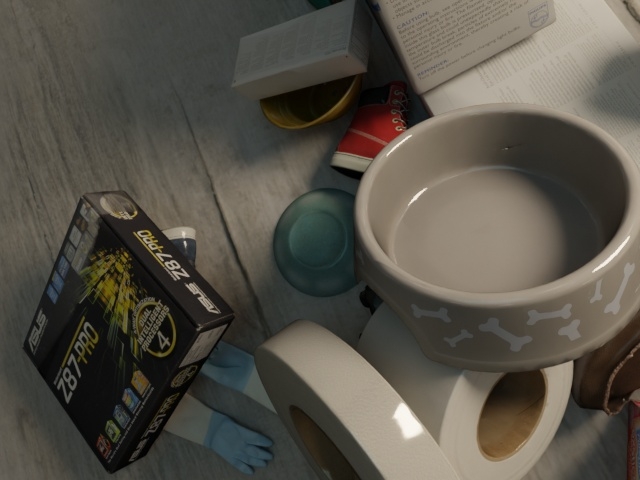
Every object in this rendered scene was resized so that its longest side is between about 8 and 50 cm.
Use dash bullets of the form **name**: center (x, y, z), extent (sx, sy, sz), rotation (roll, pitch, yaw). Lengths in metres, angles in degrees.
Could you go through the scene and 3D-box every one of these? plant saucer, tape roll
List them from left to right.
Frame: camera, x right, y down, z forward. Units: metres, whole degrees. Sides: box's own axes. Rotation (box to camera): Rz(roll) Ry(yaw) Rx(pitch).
- **plant saucer**: center (0.000, 0.000, 0.948), extent (0.194, 0.037, 0.195), rotation (-3, 81, 19)
- **tape roll**: center (0.049, 0.282, 0.717), extent (0.072, 0.392, 0.392), rotation (-32, 70, -21)
- **tape roll**: center (0.185, 0.184, 0.719), extent (0.169, 0.246, 0.246), rotation (24, 91, 54)

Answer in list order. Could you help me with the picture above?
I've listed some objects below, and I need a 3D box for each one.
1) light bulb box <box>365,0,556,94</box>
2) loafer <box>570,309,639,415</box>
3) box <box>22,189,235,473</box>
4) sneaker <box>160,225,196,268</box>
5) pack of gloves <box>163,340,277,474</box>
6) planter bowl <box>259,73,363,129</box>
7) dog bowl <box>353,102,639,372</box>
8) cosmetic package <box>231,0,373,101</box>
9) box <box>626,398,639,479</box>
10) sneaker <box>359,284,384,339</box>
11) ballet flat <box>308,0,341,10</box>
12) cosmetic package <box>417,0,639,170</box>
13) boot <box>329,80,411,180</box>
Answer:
- **light bulb box**: center (0.121, -0.474, 0.749), extent (0.225, 0.361, 0.358), rotation (-27, 53, 14)
- **loafer**: center (0.466, 0.093, 0.686), extent (0.366, 0.133, 0.130), rotation (-55, 45, 14)
- **box**: center (-0.354, 0.161, 0.958), extent (0.318, 0.097, 0.395), rotation (46, 119, 20)
- **sneaker**: center (-0.331, 0.077, 1.029), extent (0.226, 0.086, 0.164), rotation (-14, 77, 18)
- **pack of gloves**: center (-0.170, 0.288, 0.963), extent (0.231, 0.046, 0.195), rotation (18, 88, 21)
- **planter bowl**: center (0.005, -0.272, 0.944), extent (0.217, 0.090, 0.217), rotation (-14, 65, 32)
- **dog bowl**: center (0.196, -0.027, 0.637), extent (0.348, 0.102, 0.349), rotation (-10, 48, 12)
- **cosmetic package**: center (-0.034, -0.300, 0.884), extent (0.238, 0.060, 0.099), rotation (-2, 70, 36)
- **box**: center (0.545, 0.289, 0.651), extent (0.299, 0.154, 0.142), rotation (3, 83, 19)
- **sneaker**: center (0.134, 0.063, 0.858), extent (0.135, 0.097, 0.276), rotation (15, 89, 19)
- **ballet flat**: center (-0.039, -0.555, 1.017), extent (0.124, 0.116, 0.342), rotation (-38, 67, -9)
- **cosmetic package**: center (0.337, -0.166, 0.800), extent (0.284, 0.097, 0.378), rotation (-27, 69, 10)
- **boot**: center (0.140, -0.170, 0.876), extent (0.244, 0.088, 0.176), rotation (23, 88, 39)
